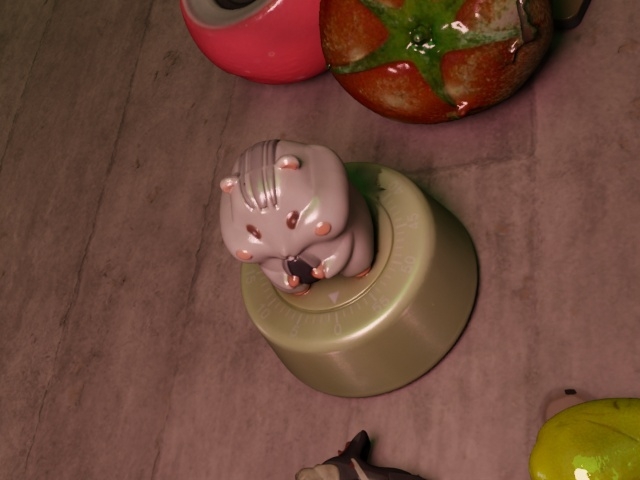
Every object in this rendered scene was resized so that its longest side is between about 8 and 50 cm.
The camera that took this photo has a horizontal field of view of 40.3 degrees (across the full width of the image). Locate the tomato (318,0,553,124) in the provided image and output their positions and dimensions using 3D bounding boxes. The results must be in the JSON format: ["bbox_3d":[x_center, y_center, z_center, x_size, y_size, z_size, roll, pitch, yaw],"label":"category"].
[{"bbox_3d":[0.148,-0.308,1.136,0.304,0.303,0.239,-13,29,23],"label":"tomato"}]

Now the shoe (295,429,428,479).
[{"bbox_3d":[0.077,0.292,0.940,0.227,0.099,0.112,28,65,34],"label":"shoe"}]

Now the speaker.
[{"bbox_3d":[-0.068,-0.370,1.301,0.294,0.294,0.294,-14,56,22],"label":"speaker"}]

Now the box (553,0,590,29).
[{"bbox_3d":[0.314,-0.339,1.217,0.126,0.031,0.091,15,71,36],"label":"box"}]

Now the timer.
[{"bbox_3d":[0.000,0.000,1.012,0.291,0.315,0.290,-13,58,22],"label":"timer"}]

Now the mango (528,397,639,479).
[{"bbox_3d":[0.290,0.214,0.873,0.163,0.089,0.117,-23,44,1],"label":"mango"}]
